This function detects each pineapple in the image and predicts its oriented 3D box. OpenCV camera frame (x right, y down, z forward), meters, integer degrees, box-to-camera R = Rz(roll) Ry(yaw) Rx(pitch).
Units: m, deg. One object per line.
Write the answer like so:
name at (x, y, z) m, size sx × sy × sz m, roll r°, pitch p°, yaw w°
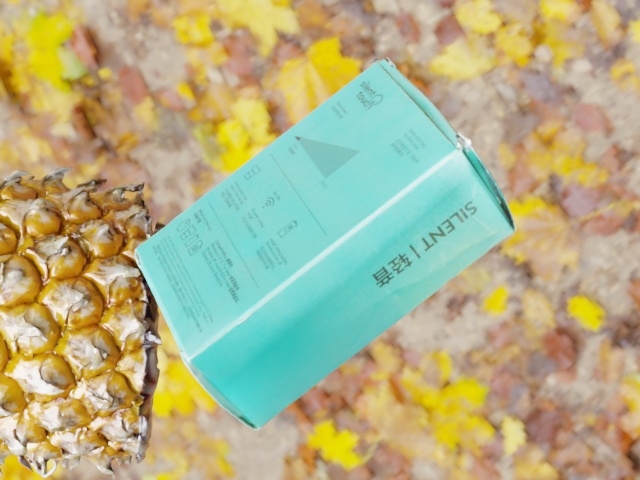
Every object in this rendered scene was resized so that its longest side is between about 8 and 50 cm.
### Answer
pineapple at (-0.325, 0.089, 1.693) m, size 0.300 × 0.352 × 0.352 m, roll 5°, pitch 125°, yaw -8°

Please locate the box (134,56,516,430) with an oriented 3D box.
box at (0.000, 0.000, 1.430) m, size 0.118 × 0.311 × 0.205 m, roll 50°, pitch -178°, yaw -37°
